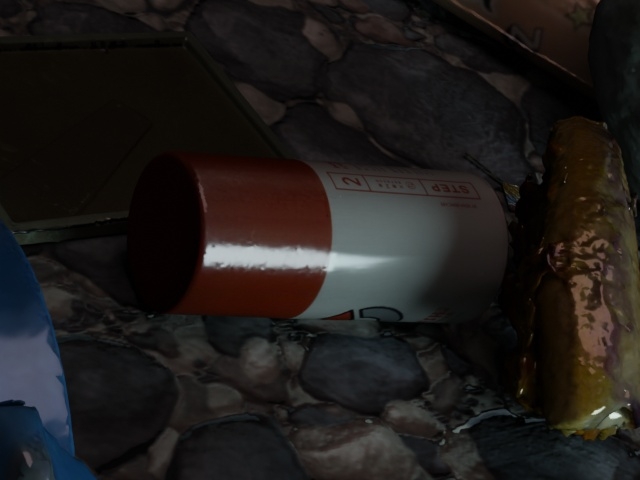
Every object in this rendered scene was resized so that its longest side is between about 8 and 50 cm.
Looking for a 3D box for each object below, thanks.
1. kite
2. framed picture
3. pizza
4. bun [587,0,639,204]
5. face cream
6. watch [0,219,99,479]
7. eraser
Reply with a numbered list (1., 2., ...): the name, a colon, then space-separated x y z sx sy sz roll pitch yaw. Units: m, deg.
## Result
1. kite: 0.136 -0.036 1.258 0.078 0.002 0.044 28 33 -2
2. framed picture: -0.136 -0.072 1.098 0.250 0.016 0.184 -9 49 -42
3. pizza: 0.154 0.023 1.076 0.086 0.161 0.305 0 33 5
4. bun: 0.372 -0.142 1.291 0.354 0.194 0.354 4 73 -15
5. face cream: 0.000 0.000 1.025 0.214 0.096 0.096 3 41 -33
6. watch: -0.177 0.091 0.586 0.241 0.305 0.274 4 47 -33
7. eraser: 0.187 -0.235 1.445 0.290 0.171 0.087 33 -10 6
